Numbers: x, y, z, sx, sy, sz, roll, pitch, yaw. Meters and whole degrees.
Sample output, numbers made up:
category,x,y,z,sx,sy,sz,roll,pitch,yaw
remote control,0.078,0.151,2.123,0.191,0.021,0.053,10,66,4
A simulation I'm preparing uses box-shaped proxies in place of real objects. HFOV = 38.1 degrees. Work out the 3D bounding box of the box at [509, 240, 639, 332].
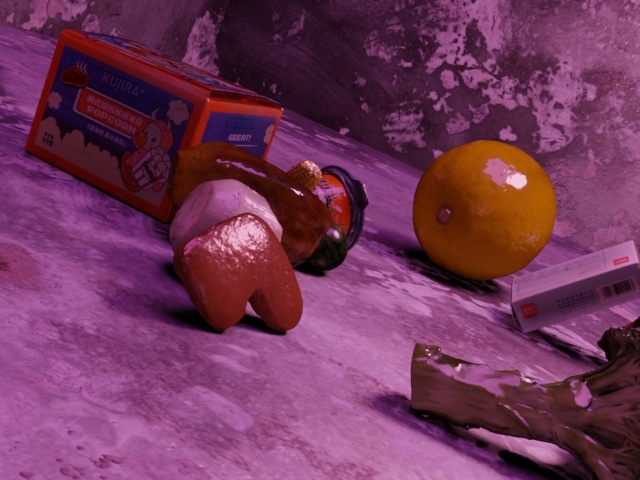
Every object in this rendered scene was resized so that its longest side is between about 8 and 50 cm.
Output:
category,x,y,z,sx,sy,sz,roll,pitch,yaw
box,0.517,0.093,1.868,0.269,0.079,0.135,-20,14,19

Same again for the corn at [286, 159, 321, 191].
category,x,y,z,sx,sy,sz,roll,pitch,yaw
corn,-0.079,-0.078,1.742,0.067,0.206,0.067,34,33,-27

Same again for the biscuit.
category,x,y,z,sx,sy,sz,roll,pitch,yaw
biscuit,-0.104,0.060,1.291,0.036,0.186,0.192,-17,9,40

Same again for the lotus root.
category,x,y,z,sx,sy,sz,roll,pitch,yaw
lotus root,-0.133,-0.058,1.592,0.291,0.193,0.193,27,9,-27

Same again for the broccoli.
category,x,y,z,sx,sy,sz,roll,pitch,yaw
broccoli,0.303,0.210,1.235,0.361,0.221,0.252,27,50,24

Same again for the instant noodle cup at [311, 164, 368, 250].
category,x,y,z,sx,sy,sz,roll,pitch,yaw
instant noodle cup,-0.016,-0.056,1.828,0.126,0.208,0.177,-7,60,-37

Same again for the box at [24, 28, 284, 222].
category,x,y,z,sx,sy,sz,roll,pitch,yaw
box,-0.311,-0.224,1.800,0.349,0.256,0.318,26,13,20

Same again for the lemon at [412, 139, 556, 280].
category,x,y,z,sx,sy,sz,roll,pitch,yaw
lemon,0.368,-0.068,2.117,0.348,0.348,0.348,21,13,-5

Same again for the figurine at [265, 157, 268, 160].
category,x,y,z,sx,sy,sz,roll,pitch,yaw
figurine,-0.187,-0.235,2.473,0.101,0.068,0.143,25,25,-6

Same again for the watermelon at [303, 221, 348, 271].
category,x,y,z,sx,sy,sz,roll,pitch,yaw
watermelon,-0.001,0.006,1.708,0.109,0.109,0.109,21,13,-5

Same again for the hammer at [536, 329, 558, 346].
category,x,y,z,sx,sy,sz,roll,pitch,yaw
hammer,0.447,0.186,1.903,0.029,0.014,0.123,4,23,-28

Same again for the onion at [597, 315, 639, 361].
category,x,y,z,sx,sy,sz,roll,pitch,yaw
onion,0.728,0.190,1.793,0.385,0.347,0.348,-12,-4,29

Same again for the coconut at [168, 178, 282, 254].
category,x,y,z,sx,sy,sz,roll,pitch,yaw
coconut,-0.139,-0.004,1.418,0.162,0.161,0.161,37,5,-27
